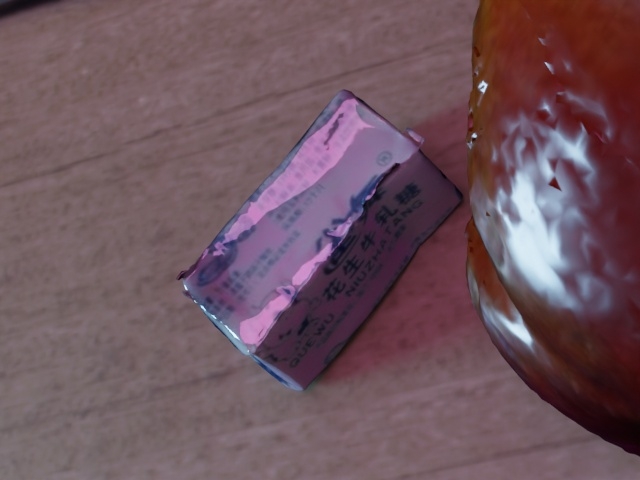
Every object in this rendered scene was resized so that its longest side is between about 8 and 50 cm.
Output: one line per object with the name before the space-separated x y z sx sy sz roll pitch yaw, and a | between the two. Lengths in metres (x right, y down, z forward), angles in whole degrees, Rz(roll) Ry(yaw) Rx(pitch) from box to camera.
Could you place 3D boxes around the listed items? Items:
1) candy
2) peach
candy | 0.000 0.000 0.893 0.073 0.092 0.160 39 89 27
peach | 0.268 -0.069 0.677 0.417 0.339 0.353 3 76 17
